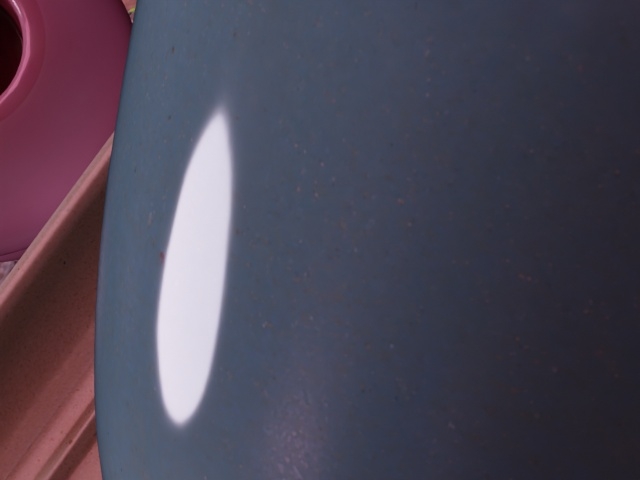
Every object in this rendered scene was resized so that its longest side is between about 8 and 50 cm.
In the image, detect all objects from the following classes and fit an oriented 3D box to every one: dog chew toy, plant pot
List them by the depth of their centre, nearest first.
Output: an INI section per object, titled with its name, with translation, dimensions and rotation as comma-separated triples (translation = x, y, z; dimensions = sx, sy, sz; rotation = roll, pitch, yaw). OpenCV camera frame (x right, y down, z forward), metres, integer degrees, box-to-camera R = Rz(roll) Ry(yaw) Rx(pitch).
[plant pot]
translation = 0.069, 0.028, 0.458
dimensions = 0.293, 0.293, 0.235
rotation = 37, 115, 55
[dog chew toy]
translation = -0.211, -0.078, 1.009
dimensions = 0.207, 0.206, 0.332
rotation = -60, -2, -10

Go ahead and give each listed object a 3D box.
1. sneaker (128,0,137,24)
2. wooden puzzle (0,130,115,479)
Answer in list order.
[sneaker]
translation = -0.094, -0.169, 1.087
dimensions = 0.234, 0.097, 0.084
rotation = -19, 46, 38
[wooden puzzle]
translation = 0.046, 0.071, 0.637
dimensions = 0.348, 0.080, 0.322
rotation = 35, 88, 19
